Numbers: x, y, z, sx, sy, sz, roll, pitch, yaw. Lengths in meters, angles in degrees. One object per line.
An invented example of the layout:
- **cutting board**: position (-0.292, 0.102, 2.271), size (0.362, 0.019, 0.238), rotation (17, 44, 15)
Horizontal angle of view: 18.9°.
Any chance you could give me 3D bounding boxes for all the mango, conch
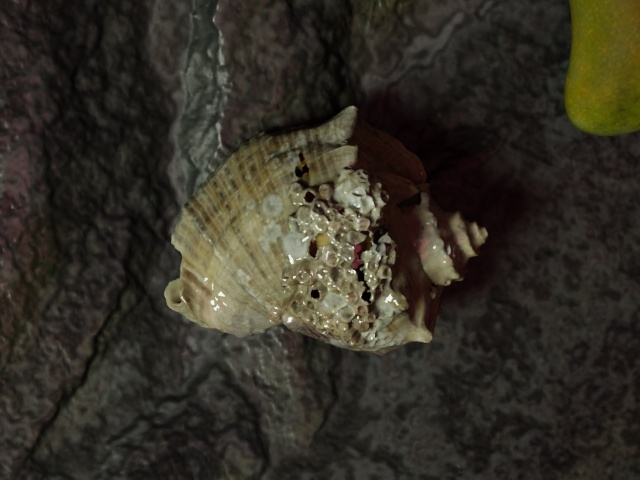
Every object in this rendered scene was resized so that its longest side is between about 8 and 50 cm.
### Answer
- **mango**: position (0.246, -0.221, 1.438), size (0.146, 0.129, 0.289), rotation (-14, 112, -14)
- **conch**: position (0.000, 0.000, 1.424), size (0.245, 0.163, 0.178), rotation (-11, 70, 4)
